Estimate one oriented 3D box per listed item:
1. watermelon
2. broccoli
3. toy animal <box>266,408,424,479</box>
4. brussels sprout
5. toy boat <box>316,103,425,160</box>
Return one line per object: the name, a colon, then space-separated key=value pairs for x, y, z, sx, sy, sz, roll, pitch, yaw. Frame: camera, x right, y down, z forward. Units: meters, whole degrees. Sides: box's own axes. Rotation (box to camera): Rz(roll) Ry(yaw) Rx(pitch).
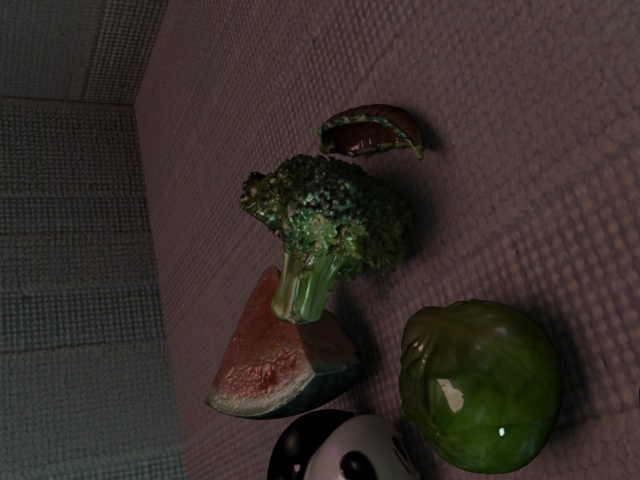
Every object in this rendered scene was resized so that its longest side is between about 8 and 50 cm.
watermelon: x=-0.084 y=0.230 z=1.359 sx=0.293 sy=0.250 sz=0.283 roll=50 pitch=144 yaw=-4
broccoli: x=0.005 y=-0.021 z=1.252 sx=0.318 sy=0.277 sz=0.339 roll=-65 pitch=31 yaw=30
toy animal: x=0.049 y=0.436 z=1.248 sx=0.310 sy=0.250 sz=0.251 roll=168 pitch=99 yaw=-69
brussels sprout: x=0.211 y=0.191 z=0.949 sx=0.244 sy=0.244 sz=0.244 roll=6 pitch=97 yaw=62
toy boat: x=0.102 y=-0.188 z=1.237 sx=0.292 sy=0.108 sz=0.099 roll=13 pitch=71 yaw=56
